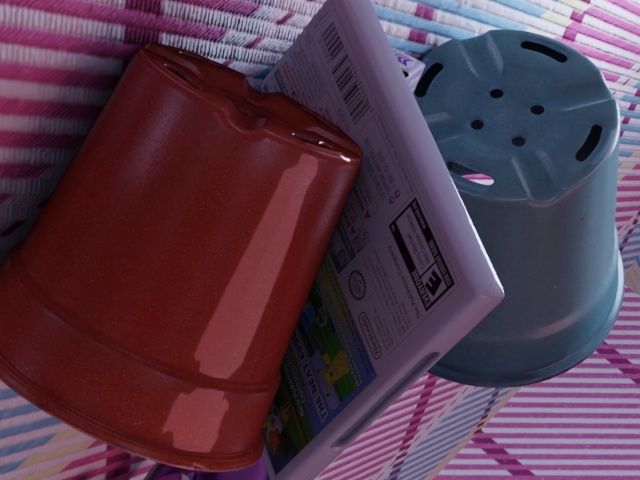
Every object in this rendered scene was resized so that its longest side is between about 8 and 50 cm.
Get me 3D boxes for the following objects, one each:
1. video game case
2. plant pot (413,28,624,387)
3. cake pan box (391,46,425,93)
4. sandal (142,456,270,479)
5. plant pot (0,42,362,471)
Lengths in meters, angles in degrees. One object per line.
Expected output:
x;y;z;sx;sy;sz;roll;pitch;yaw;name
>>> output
0.000;0.000;1.394;0.036;0.329;0.300;6;140;-39;video game case
0.213;-0.051;1.948;0.341;0.341;0.334;-43;155;-24;plant pot
0.001;-0.065;1.613;0.266;0.070;0.246;-65;172;23;cake pan box
-0.213;0.374;1.968;0.416;0.169;0.102;-45;154;-1;sandal
-0.111;0.001;1.313;0.265;0.272;0.272;-63;161;13;plant pot
